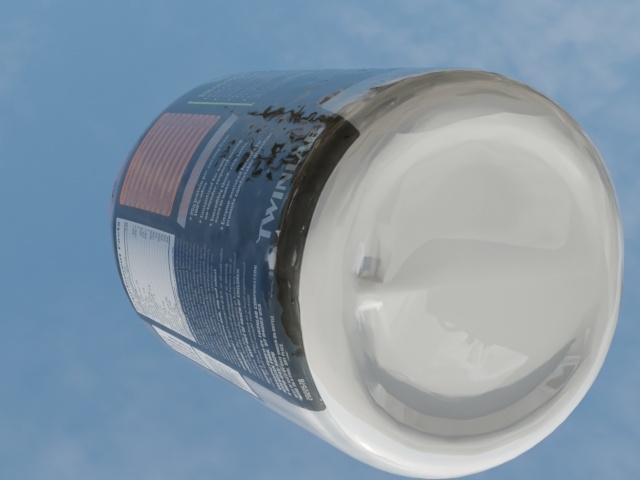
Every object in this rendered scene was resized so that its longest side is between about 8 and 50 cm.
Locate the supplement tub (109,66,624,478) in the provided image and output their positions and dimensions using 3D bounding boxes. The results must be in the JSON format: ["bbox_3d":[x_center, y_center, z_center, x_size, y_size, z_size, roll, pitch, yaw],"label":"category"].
[{"bbox_3d":[0.000,0.000,0.658,0.193,0.194,0.316,-22,-163,-23],"label":"supplement tub"}]
